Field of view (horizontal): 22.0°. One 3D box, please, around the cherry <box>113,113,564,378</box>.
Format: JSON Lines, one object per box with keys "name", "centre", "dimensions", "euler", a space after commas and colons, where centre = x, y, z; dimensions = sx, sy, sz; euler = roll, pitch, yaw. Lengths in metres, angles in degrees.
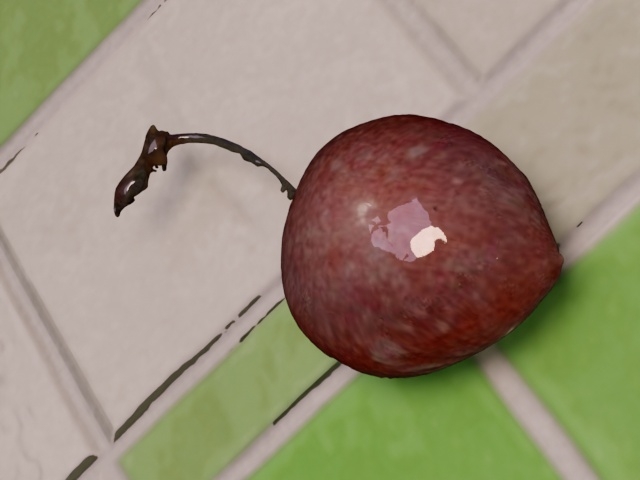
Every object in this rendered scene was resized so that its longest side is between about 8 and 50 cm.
{"name": "cherry", "centre": [0.000, 0.000, 0.686], "dimensions": [0.225, 0.090, 0.107], "euler": [4, 86, 40]}
